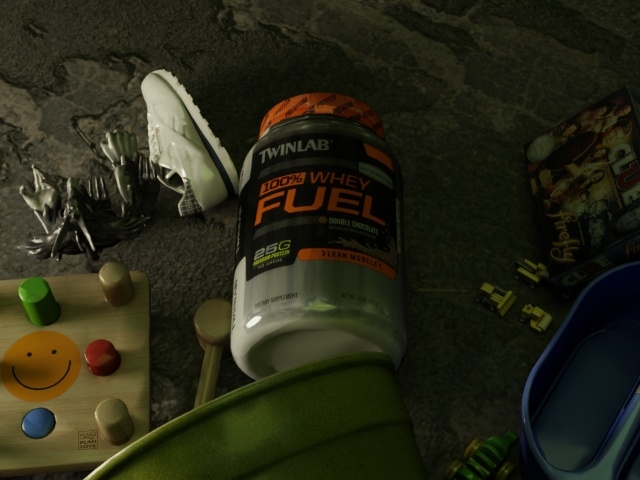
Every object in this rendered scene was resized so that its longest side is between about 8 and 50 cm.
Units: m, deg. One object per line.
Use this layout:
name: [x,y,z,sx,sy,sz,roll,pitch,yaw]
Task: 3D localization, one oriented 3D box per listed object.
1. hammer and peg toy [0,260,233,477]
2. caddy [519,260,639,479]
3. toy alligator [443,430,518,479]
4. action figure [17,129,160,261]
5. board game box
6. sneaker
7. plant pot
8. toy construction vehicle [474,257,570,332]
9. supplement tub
hammer and peg toy: [-0.271,0.154,1.442,0.361,0.127,0.266,-3,56,-2]
caddy: [0.368,0.178,1.389,0.241,0.179,0.341,27,61,18]
toy alligator: [0.165,0.278,1.400,0.056,0.051,0.189,38,64,23]
action figure: [-0.280,-0.050,1.498,0.164,0.276,0.141,-18,96,5]
board game box: [0.351,-0.067,1.557,0.165,0.042,0.243,-31,40,27]
sneaker: [-0.197,-0.136,1.665,0.094,0.090,0.235,-30,59,-7]
plant pot: [-0.013,0.350,1.205,0.366,0.366,0.353,-23,70,-14]
toy construction vehicle: [0.258,0.064,1.551,0.098,0.035,0.086,34,63,21]
supplement tub: [0.000,0.000,1.494,0.207,0.207,0.338,0,56,0]
